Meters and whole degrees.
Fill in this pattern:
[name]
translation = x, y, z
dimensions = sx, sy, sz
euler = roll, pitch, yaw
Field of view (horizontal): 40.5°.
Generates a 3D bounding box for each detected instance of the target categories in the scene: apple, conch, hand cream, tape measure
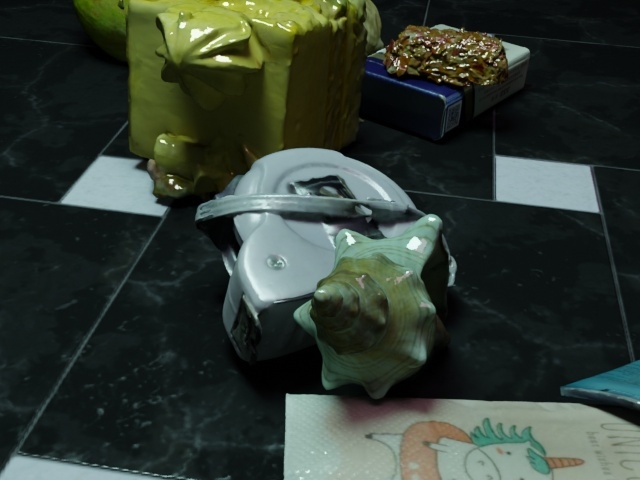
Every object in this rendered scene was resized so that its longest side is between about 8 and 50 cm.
[apple]
translation = -0.261, -0.383, 1.350
dimensions = 0.226, 0.246, 0.246
euler = -9, 29, 17
[conch]
translation = 0.044, 0.041, 0.672
dimensions = 0.114, 0.137, 0.234
euler = 18, 17, 15
[hand cream]
translation = 0.291, 0.106, 0.700
dimensions = 0.224, 0.048, 0.083
euler = -7, 7, -38
[tape measure]
translation = 0.000, 0.000, 0.807
dimensions = 0.236, 0.120, 0.197
euler = -12, 51, -30

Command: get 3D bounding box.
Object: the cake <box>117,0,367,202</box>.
[cake]
translation = -0.102, -0.188, 1.007
dimensions = 0.223, 0.227, 0.286
euler = 19, 36, 23

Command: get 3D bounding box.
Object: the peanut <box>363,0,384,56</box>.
[peanut]
translation = -0.048, -0.279, 1.235
dimensions = 0.291, 0.143, 0.159
euler = -5, 23, -7

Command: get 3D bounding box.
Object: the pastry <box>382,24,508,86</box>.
[pastry]
translation = 0.166, -0.249, 1.144
dimensions = 0.170, 0.063, 0.087
euler = 10, 37, 8

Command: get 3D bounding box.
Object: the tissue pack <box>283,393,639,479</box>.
[tissue pack]
translation = 0.137, 0.179, 0.588
dimensions = 0.326, 0.071, 0.170
euler = 2, 27, -1

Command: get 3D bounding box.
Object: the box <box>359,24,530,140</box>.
[box]
translation = 0.169, -0.233, 1.243
dimensions = 0.168, 0.071, 0.259
euler = 25, 39, 29
